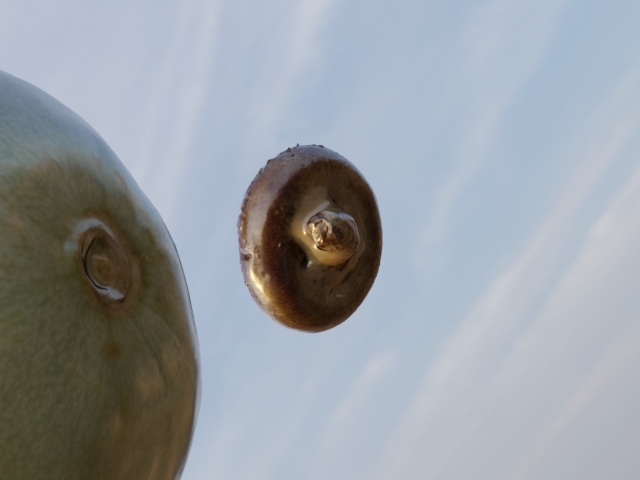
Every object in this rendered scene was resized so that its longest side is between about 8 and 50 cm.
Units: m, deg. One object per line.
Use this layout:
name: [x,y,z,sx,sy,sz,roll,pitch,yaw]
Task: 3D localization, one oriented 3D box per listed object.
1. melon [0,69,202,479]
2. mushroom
melon: [-0.183,0.055,0.596,0.271,0.272,0.308,-34,-8,-35]
mushroom: [-0.008,-0.001,1.112,0.109,0.085,0.126,-6,-78,-73]
